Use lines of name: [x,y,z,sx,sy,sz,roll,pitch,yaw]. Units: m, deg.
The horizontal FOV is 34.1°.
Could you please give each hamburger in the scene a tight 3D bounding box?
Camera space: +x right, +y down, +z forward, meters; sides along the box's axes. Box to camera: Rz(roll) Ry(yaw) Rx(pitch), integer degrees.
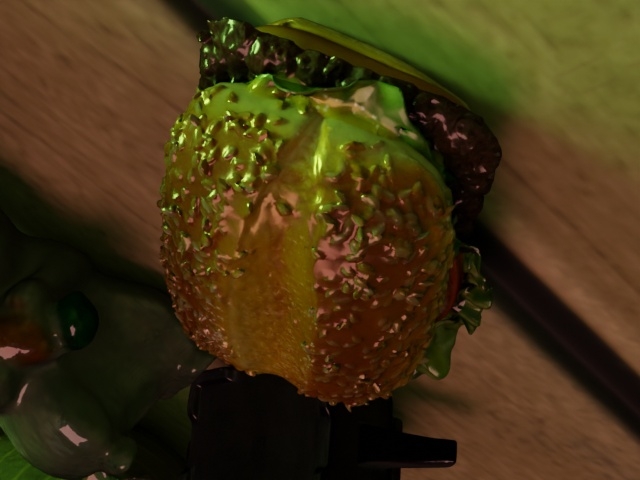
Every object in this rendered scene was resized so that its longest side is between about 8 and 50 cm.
hamburger: [0.000,0.000,0.394,0.137,0.087,0.166,21,146,7]

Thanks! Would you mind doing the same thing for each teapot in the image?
teapot: [-0.004,0.117,0.570,0.096,0.087,0.177,19,156,-39]

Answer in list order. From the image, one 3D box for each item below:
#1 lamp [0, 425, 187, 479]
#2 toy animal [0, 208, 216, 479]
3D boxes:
lamp: [-0.164,0.220,0.669,0.250,0.250,0.284,31,135,-8]
toy animal: [-0.177,0.033,0.541,0.236,0.108,0.138,34,146,-10]
